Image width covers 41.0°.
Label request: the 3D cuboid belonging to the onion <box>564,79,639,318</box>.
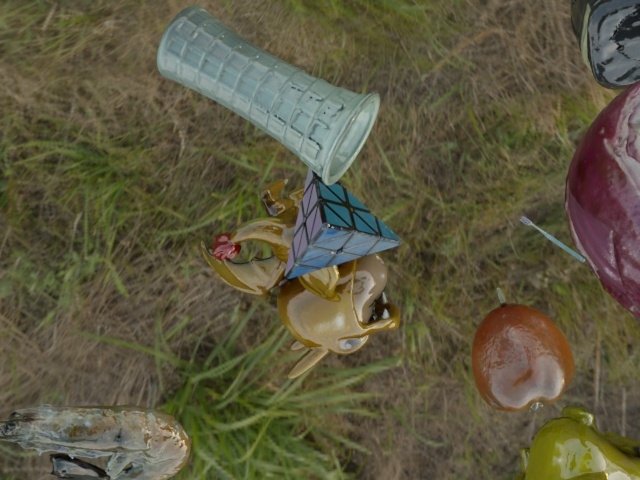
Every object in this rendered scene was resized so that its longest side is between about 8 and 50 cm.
[{"bbox_3d":[0.331,-0.004,0.889,0.250,0.111,0.247,51,148,19],"label":"onion"}]

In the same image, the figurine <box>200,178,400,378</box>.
[{"bbox_3d":[-0.038,0.070,1.836,0.401,0.268,0.387,-9,115,39],"label":"figurine"}]

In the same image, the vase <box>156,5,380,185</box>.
[{"bbox_3d":[-0.079,-0.211,1.193,0.299,0.143,0.143,31,113,10],"label":"vase"}]

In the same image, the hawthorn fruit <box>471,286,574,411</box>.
[{"bbox_3d":[0.388,0.215,1.706,0.199,0.199,0.251,-20,77,12],"label":"hawthorn fruit"}]

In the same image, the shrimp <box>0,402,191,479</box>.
[{"bbox_3d":[-0.254,0.227,0.927,0.223,0.047,0.126,7,120,-12],"label":"shrimp"}]

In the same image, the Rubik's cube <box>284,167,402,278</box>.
[{"bbox_3d":[0.000,0.000,1.398,0.211,0.178,0.190,39,95,5],"label":"Rubik's cube"}]

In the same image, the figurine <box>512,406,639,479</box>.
[{"bbox_3d":[0.320,0.388,1.153,0.218,0.327,0.169,30,153,-16],"label":"figurine"}]

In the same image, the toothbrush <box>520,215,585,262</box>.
[{"bbox_3d":[0.508,-0.002,1.878,0.167,0.014,0.011,38,131,19],"label":"toothbrush"}]

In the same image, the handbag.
[{"bbox_3d":[0.445,-0.291,1.067,0.254,0.181,0.181,-11,133,17],"label":"handbag"}]
